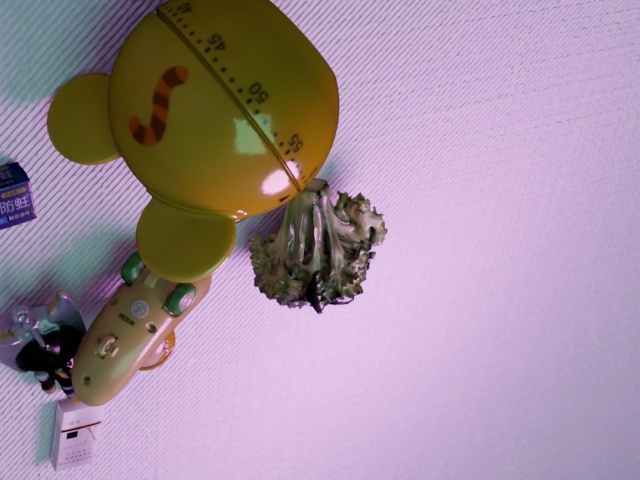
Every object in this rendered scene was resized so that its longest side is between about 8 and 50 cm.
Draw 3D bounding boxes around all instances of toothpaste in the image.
[{"bbox_3d":[-0.584,-0.028,1.488,0.320,0.066,0.076,-21,134,-24],"label":"toothpaste"}]

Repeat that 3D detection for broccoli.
[{"bbox_3d":[0.000,0.000,1.835,0.263,0.247,0.243,-8,126,-4],"label":"broccoli"}]

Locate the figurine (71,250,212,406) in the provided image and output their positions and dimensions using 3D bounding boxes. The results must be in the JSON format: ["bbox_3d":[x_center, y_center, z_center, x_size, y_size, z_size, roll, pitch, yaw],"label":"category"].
[{"bbox_3d":[-0.309,0.150,1.765,0.324,0.124,0.222,-54,168,-16],"label":"figurine"}]

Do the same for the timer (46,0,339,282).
[{"bbox_3d":[-0.173,-0.171,1.488,0.387,0.376,0.376,-41,138,-2],"label":"timer"}]

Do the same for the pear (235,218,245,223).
[{"bbox_3d":[-0.164,-0.100,1.728,0.141,0.104,0.141,-7,105,-28],"label":"pear"}]

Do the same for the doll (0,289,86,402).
[{"bbox_3d":[-0.451,0.184,1.736,0.145,0.103,0.316,-11,146,5],"label":"doll"}]

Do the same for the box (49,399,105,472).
[{"bbox_3d":[-0.461,0.364,1.922,0.084,0.040,0.154,-7,128,-33],"label":"box"}]
